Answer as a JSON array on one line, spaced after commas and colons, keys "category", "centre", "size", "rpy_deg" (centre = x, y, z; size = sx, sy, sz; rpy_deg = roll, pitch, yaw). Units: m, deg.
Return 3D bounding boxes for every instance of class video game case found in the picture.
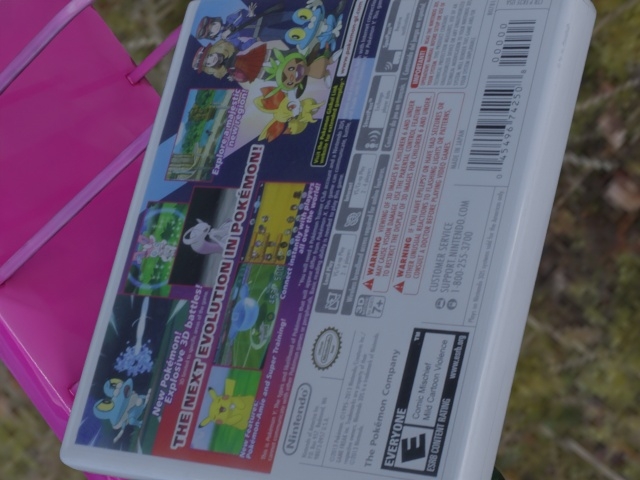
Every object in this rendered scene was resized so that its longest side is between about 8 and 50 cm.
[{"category": "video game case", "centre": [0.000, 0.000, 0.698], "size": [0.183, 0.201, 0.023], "rpy_deg": [4, 162, 36]}]

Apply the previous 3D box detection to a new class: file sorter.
[{"category": "file sorter", "centre": [-0.068, -0.044, 0.934], "size": [0.182, 0.202, 0.290], "rpy_deg": [-39, 86, 37]}]

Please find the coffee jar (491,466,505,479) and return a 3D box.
[{"category": "coffee jar", "centre": [0.028, 0.178, 1.128], "size": [0.096, 0.184, 0.079], "rpy_deg": [-27, 69, 42]}]
